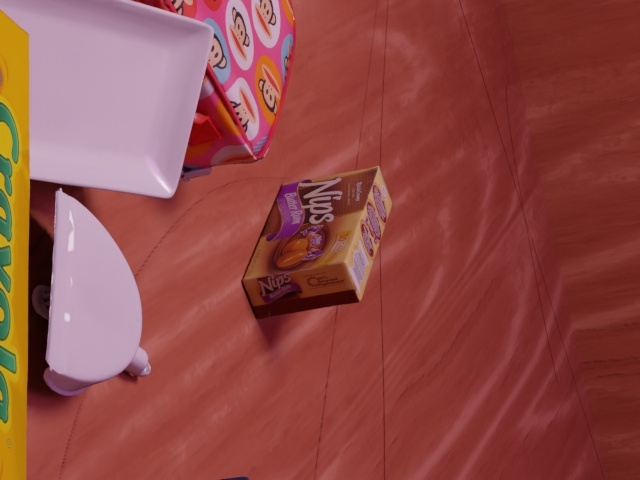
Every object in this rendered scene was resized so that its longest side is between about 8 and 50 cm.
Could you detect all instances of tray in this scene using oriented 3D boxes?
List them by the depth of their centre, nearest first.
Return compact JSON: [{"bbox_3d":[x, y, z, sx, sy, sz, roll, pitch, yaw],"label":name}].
[{"bbox_3d":[-0.183,-0.114,1.416,0.270,0.030,0.145,8,97,-56],"label":"tray"}]

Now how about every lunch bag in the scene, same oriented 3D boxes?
[{"bbox_3d":[-0.120,-0.201,1.627,0.293,0.120,0.258,63,26,-42],"label":"lunch bag"}]

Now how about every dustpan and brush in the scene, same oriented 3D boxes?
[{"bbox_3d":[-0.169,0.065,1.471,0.211,0.060,0.147,37,48,-54],"label":"dustpan and brush"}]

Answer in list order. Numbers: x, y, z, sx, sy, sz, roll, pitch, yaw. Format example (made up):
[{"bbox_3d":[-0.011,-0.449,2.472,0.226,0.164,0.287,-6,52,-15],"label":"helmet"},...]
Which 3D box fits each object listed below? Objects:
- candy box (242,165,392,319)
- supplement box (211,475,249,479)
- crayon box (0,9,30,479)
[{"bbox_3d":[0.000,0.000,1.889,0.186,0.109,0.053,-70,145,-55],"label":"candy box"},{"bbox_3d":[-0.094,0.241,1.533,0.083,0.083,0.056,-73,148,-51],"label":"supplement box"},{"bbox_3d":[-0.281,-0.015,1.091,0.313,0.106,0.363,41,43,-62],"label":"crayon box"}]
